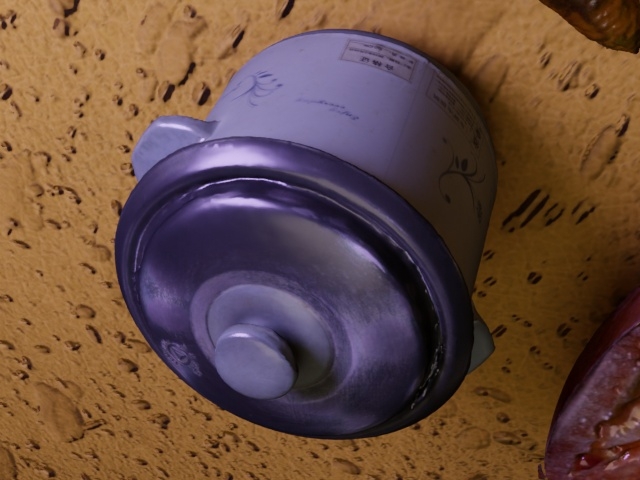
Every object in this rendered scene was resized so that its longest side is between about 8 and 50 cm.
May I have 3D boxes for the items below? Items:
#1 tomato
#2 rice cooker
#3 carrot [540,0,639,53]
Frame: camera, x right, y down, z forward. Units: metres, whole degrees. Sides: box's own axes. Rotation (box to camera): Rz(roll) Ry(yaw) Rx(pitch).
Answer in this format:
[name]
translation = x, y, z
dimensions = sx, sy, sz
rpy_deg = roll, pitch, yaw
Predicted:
[tomato]
translation = 0.353, 0.129, 0.849
dimensions = 0.338, 0.143, 0.338
rpy_deg = 7, 131, 8
[rice cooker]
translation = 0.000, 0.000, 0.761
dimensions = 0.317, 0.316, 0.264
rpy_deg = 37, 130, -12
[carrot]
translation = 0.083, -0.219, 0.585
dimensions = 0.314, 0.066, 0.066
rpy_deg = 39, 130, -14
